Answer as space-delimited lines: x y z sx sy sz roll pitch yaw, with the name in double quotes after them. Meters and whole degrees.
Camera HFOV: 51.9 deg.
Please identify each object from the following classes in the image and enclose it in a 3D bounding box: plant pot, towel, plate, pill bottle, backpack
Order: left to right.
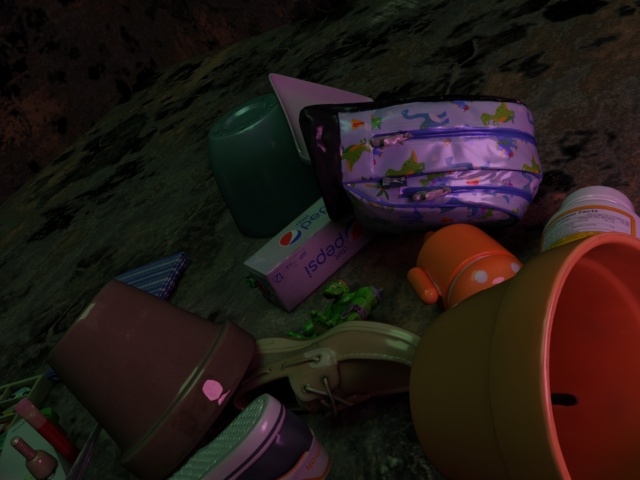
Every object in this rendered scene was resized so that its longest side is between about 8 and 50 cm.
-0.435 0.163 1.442 0.243 0.040 0.336 -18 29 22 "towel"
-0.261 0.182 0.963 0.263 0.229 0.263 -48 11 13 "plant pot"
-0.117 -0.188 1.497 0.293 0.235 0.293 -21 30 13 "plant pot"
0.036 -0.230 1.389 0.045 0.278 0.277 -56 42 38 "plate"
0.171 -0.122 1.065 0.356 0.273 0.290 -17 -13 1 "backpack"
0.227 0.152 0.654 0.203 0.291 0.291 -18 27 51 "plant pot"
0.348 0.033 0.839 0.136 0.136 0.245 -10 29 30 "pill bottle"

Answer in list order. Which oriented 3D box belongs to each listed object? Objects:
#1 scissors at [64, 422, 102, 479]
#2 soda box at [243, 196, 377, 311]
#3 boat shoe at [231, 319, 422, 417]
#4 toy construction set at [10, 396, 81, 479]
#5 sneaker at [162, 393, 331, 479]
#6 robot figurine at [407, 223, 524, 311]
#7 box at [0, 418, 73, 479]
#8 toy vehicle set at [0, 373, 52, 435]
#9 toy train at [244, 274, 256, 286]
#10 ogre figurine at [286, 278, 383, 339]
-0.374 0.403 0.934 0.109 0.021 0.297 32 67 15 "scissors"
0.000 0.000 1.241 0.286 0.098 0.091 -42 33 -20 "soda box"
0.013 0.197 0.918 0.341 0.121 0.110 -16 35 41 "boat shoe"
-0.559 0.315 0.984 0.309 0.237 0.257 -29 30 -2 "toy construction set"
-0.120 0.326 0.834 0.321 0.127 0.126 -42 14 31 "sneaker"
0.219 0.055 0.936 0.128 0.158 0.219 -54 27 11 "robot figurine"
-0.510 0.430 1.060 0.232 0.058 0.322 -40 30 -19 "box"
-0.686 0.371 1.325 0.267 0.035 0.166 -18 31 19 "toy vehicle set"
-0.117 0.081 1.292 0.083 0.023 0.017 3 42 44 "toy train"
0.024 0.125 1.027 0.097 0.197 0.118 42 51 14 "ogre figurine"
